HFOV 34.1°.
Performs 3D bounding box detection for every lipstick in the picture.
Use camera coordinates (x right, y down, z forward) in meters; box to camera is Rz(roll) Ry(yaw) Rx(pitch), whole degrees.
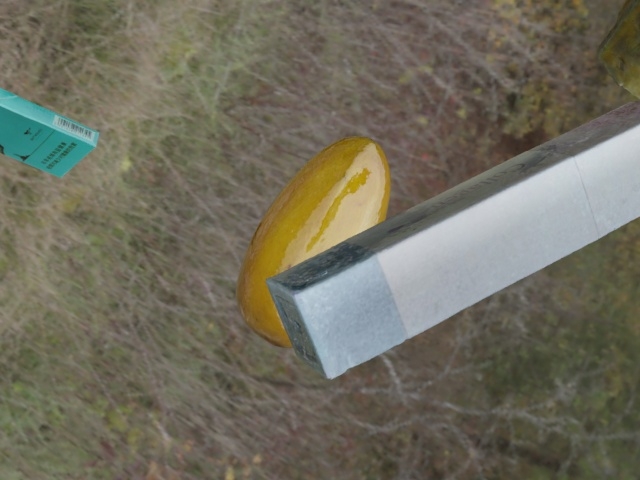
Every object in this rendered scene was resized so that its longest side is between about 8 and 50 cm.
[{"bbox_3d":[0.121,-0.008,0.734,0.317,0.066,0.068,-26,104,-15],"label":"lipstick"}]

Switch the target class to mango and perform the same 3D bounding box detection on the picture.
[{"bbox_3d":[0.000,0.000,0.943,0.219,0.112,0.145,-61,172,26],"label":"mango"}]

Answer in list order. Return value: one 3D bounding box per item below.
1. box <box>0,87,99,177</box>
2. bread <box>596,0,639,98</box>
[{"bbox_3d":[-0.555,-0.204,1.968,0.226,0.161,0.042,24,56,-29],"label":"box"},{"bbox_3d":[0.415,-0.270,1.087,0.130,0.152,0.267,3,140,-27],"label":"bread"}]
